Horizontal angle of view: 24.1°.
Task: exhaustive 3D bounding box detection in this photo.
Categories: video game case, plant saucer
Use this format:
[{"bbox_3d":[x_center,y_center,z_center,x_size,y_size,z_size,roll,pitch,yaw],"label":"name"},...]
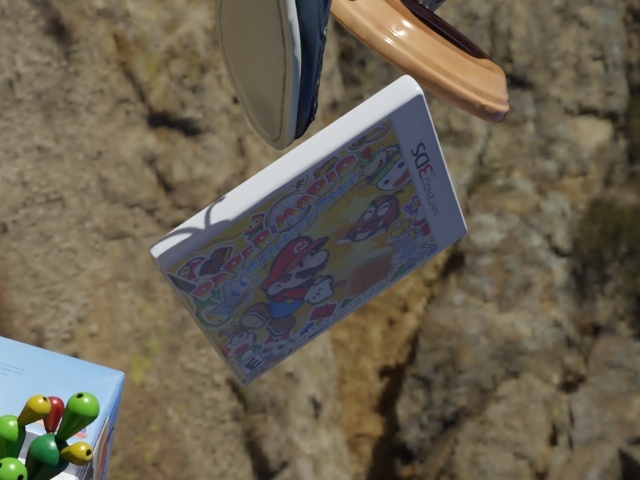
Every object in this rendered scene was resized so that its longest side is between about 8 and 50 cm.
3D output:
[{"bbox_3d":[0.000,0.000,1.139,0.026,0.227,0.206,53,-6,33],"label":"video game case"},{"bbox_3d":[0.087,-0.175,1.306,0.200,0.037,0.200,33,16,-11],"label":"plant saucer"}]

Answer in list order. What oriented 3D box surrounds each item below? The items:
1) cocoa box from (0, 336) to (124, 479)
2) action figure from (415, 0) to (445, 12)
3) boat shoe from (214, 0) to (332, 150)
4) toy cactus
[{"bbox_3d":[-0.413,0.240,1.597,0.228,0.347,0.231,-73,179,-52],"label":"cocoa box"},{"bbox_3d":[0.111,-0.304,1.607,0.185,0.285,0.099,-40,121,-19],"label":"action figure"},{"bbox_3d":[-0.022,-0.179,0.947,0.079,0.095,0.254,-26,125,-30],"label":"boat shoe"},{"bbox_3d":[-0.275,0.217,1.266,0.219,0.112,0.180,-58,175,-24],"label":"toy cactus"}]
